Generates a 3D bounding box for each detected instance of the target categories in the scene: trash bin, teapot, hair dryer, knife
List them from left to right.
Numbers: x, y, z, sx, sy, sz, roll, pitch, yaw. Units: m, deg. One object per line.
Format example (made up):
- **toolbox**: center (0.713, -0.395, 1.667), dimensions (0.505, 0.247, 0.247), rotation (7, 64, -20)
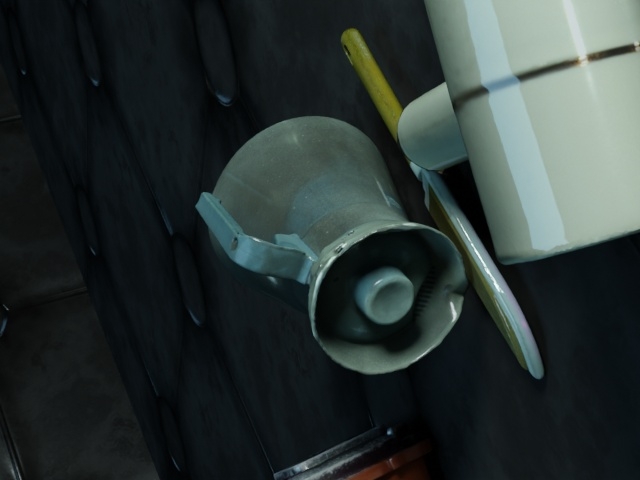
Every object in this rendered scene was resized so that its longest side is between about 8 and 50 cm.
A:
- **teapot**: center (0.000, 0.000, 1.114), dimensions (0.225, 0.203, 0.171), rotation (46, 120, 57)
- **trash bin**: center (0.043, 0.314, 1.286), dimensions (0.239, 0.184, 0.161), rotation (66, 160, 8)
- **knife**: center (0.098, -0.037, 1.091), dimensions (0.061, 0.027, 0.343), rotation (81, 163, -62)
- **hair dryer**: center (0.115, -0.088, 0.901), dimensions (0.362, 0.128, 0.203), rotation (162, 92, -78)
